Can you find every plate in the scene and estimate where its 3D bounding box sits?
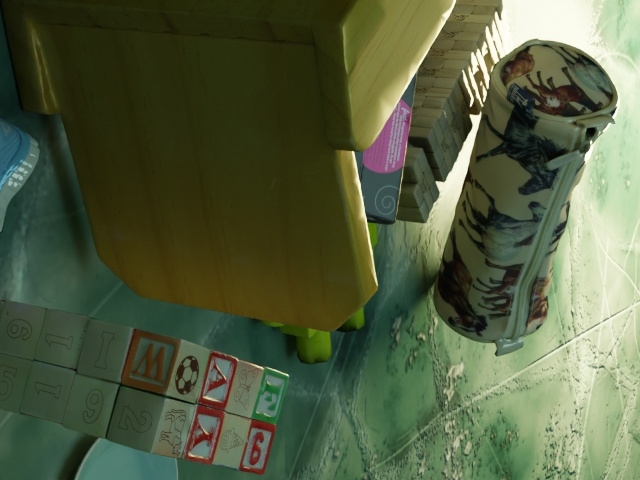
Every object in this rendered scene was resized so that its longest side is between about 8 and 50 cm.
[{"bbox_3d":[-0.207,0.268,1.615,0.188,0.024,0.188,-21,115,-56],"label":"plate"}]

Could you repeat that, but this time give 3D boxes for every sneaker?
[{"bbox_3d":[-0.303,-0.039,1.347,0.073,0.063,0.162,45,52,-37],"label":"sneaker"}]

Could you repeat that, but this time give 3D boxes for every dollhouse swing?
[{"bbox_3d":[-0.054,-0.144,1.444,0.315,0.346,0.305,-59,143,-34],"label":"dollhouse swing"}]

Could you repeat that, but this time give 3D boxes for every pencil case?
[{"bbox_3d":[0.263,-0.049,2.095,0.184,0.159,0.410,-108,-157,-49],"label":"pencil case"}]

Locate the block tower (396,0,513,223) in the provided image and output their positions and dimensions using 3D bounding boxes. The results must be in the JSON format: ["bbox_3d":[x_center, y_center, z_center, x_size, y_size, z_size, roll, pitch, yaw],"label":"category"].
[{"bbox_3d":[0.148,-0.180,2.050,0.335,0.097,0.091,-64,147,-31],"label":"block tower"}]

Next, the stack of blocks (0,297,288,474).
[{"bbox_3d":[-0.199,0.108,1.308,0.171,0.297,0.087,25,78,-59],"label":"stack of blocks"}]

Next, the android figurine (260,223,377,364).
[{"bbox_3d":[0.000,0.000,1.874,0.248,0.056,0.273,-42,132,-48],"label":"android figurine"}]

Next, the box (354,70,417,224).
[{"bbox_3d":[-0.005,-0.151,1.692,0.163,0.142,0.247,9,89,-29],"label":"box"}]
